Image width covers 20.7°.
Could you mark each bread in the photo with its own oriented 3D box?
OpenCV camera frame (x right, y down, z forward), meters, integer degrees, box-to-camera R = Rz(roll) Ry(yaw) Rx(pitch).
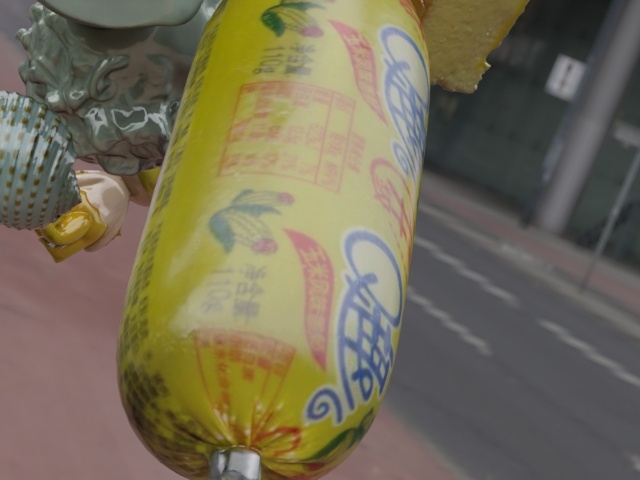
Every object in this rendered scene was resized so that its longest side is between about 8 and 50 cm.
[{"bbox_3d":[0.132,-0.257,1.710,0.140,0.160,0.169,7,50,-38],"label":"bread"}]

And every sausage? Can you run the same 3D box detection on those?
[{"bbox_3d":[-0.016,-0.018,0.819,0.123,0.123,0.347,21,44,-12],"label":"sausage"}]

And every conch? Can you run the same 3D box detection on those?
[{"bbox_3d":[-0.157,-0.048,0.903,0.085,0.056,0.076,42,40,-20],"label":"conch"}]

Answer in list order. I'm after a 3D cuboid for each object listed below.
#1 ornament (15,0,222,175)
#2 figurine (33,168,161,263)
[{"bbox_3d":[-0.109,-0.138,0.939,0.130,0.120,0.285,14,-30,8],"label":"ornament"},{"bbox_3d":[-0.180,-0.072,1.742,0.156,0.246,0.131,57,-15,-28],"label":"figurine"}]
